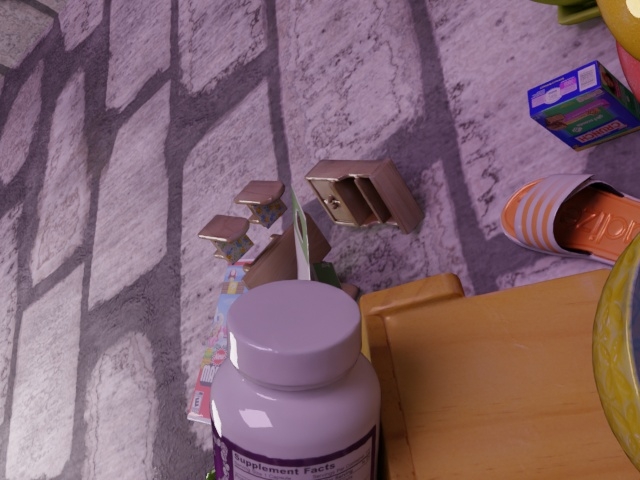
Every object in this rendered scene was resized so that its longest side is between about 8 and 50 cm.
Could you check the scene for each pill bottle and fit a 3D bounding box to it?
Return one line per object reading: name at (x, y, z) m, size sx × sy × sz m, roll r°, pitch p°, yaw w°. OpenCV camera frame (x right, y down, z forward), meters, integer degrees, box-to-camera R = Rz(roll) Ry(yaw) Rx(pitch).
pill bottle at (-0.024, 0.198, 0.804) m, size 0.169 × 0.169 × 0.301 m, roll 38°, pitch 136°, yaw 51°

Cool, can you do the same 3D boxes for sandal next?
sandal at (0.301, -0.029, 0.901) m, size 0.265 × 0.076 × 0.102 m, roll 20°, pitch 86°, yaw 51°

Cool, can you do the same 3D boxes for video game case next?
video game case at (-0.118, 0.166, 1.314) m, size 0.204 × 0.025 × 0.285 m, roll -3°, pitch 68°, yaw 48°

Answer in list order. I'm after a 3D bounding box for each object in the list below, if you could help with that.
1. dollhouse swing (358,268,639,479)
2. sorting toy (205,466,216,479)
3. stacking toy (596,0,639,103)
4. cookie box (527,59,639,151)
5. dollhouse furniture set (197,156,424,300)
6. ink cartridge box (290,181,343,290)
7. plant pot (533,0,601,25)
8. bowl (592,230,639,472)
dollhouse swing at (0.206, 0.239, 0.880) m, size 0.315 × 0.305 × 0.347 m, roll 95°, pitch 168°, yaw -54°
sorting toy at (-0.145, 0.382, 1.199) m, size 0.102 × 0.061 × 0.042 m, roll -64°, pitch 36°, yaw 26°
stacking toy at (0.342, -0.226, 0.639) m, size 0.350 × 0.480 × 0.350 m, roll -25°, pitch 53°, yaw 38°
cookie box at (0.309, -0.153, 0.934) m, size 0.092 × 0.107 × 0.040 m, roll -21°, pitch 57°, yaw 42°
dollhouse furniture set at (0.000, 0.000, 1.127) m, size 0.161 × 0.212 × 0.242 m, roll 8°, pitch 49°, yaw 52°
ink cartridge box at (0.001, 0.059, 0.998) m, size 0.171 × 0.056 × 0.235 m, roll -113°, pitch 21°, yaw -69°
plant pot at (0.338, -0.402, 0.956) m, size 0.227 × 0.207 × 0.228 m, roll -12°, pitch 62°, yaw 46°
bowl at (0.337, 0.110, 0.676) m, size 0.156 × 0.289 × 0.289 m, roll 131°, pitch 150°, yaw -66°
